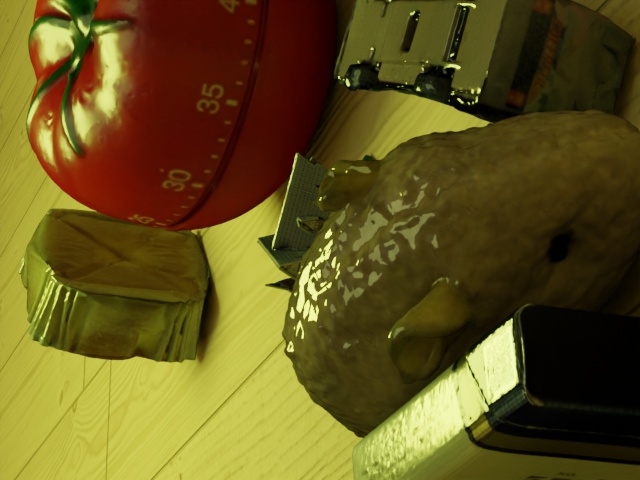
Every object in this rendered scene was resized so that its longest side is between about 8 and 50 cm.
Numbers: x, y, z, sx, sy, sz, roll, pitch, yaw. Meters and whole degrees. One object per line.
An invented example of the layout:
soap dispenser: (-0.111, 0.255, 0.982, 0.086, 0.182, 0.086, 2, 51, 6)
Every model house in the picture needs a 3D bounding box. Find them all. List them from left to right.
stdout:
model house: (0.000, 0.000, 1.834, 0.117, 0.088, 0.167, -127, 50, -65)

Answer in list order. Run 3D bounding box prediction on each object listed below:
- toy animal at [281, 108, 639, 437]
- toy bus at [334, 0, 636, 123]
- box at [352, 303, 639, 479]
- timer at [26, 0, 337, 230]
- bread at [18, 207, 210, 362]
toy animal: (0.083, 0.034, 1.383, 0.188, 0.226, 0.358, 61, 143, 30)
toy bus: (0.118, -0.146, 1.523, 0.317, 0.138, 0.112, -151, 77, -70)
box: (0.143, 0.125, 1.268, 0.259, 0.168, 0.071, 131, 141, -54)
timer: (-0.140, -0.198, 2.038, 0.378, 0.279, 0.378, -169, 90, -67)
bread: (-0.244, 0.058, 2.303, 0.192, 0.209, 0.110, -112, 32, -56)
